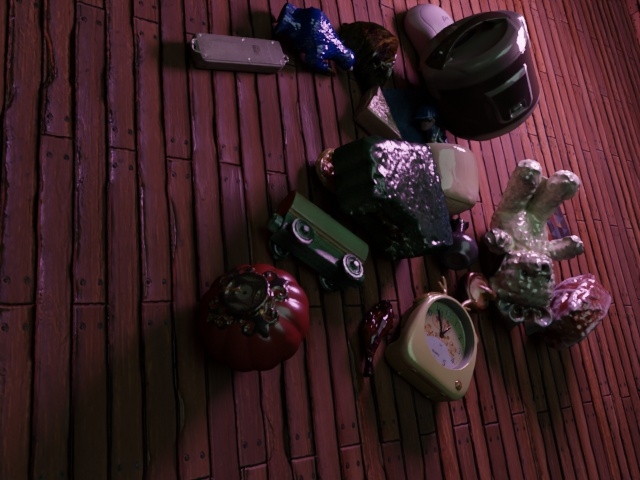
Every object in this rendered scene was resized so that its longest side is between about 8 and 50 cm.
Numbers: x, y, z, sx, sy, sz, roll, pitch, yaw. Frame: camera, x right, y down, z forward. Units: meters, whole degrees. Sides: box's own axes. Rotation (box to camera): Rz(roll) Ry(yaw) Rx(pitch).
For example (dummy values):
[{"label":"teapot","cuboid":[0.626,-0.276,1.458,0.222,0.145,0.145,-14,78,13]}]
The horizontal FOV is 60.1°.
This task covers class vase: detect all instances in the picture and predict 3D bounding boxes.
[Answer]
[{"label":"vase","cuboid":[0.402,0.002,1.617,0.120,0.120,0.183,41,41,-17]}]

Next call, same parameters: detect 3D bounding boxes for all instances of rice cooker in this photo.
[{"label":"rice cooker","cuboid":[0.487,-0.509,1.680,0.325,0.335,0.335,55,47,-38]}]

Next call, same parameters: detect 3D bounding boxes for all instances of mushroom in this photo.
[{"label":"mushroom","cuboid":[0.449,0.148,1.605,0.127,0.087,0.127,16,63,-36]}]

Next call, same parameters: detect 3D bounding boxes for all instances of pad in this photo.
[{"label":"pad","cuboid":[0.300,-0.356,1.734,0.269,0.012,0.269,-14,82,-38]},{"label":"pad","cuboid":[0.845,-0.055,2.023,0.211,0.003,0.143,-12,80,-38]}]

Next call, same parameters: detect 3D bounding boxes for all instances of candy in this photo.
[{"label":"candy","cuboid":[0.786,0.215,1.744,0.157,0.214,0.289,53,50,-2]}]

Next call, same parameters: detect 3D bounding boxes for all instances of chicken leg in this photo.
[{"label":"chicken leg","cuboid":[0.138,0.236,1.375,0.093,0.053,0.205,55,54,-25]}]

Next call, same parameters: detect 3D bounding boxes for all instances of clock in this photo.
[{"label":"clock","cuboid":[0.313,0.249,1.464,0.235,0.096,0.308,41,54,-16]}]

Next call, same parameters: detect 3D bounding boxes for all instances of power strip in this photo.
[{"label":"power strip","cuboid":[-0.206,-0.465,1.381,0.272,0.052,0.078,-10,80,-37]}]

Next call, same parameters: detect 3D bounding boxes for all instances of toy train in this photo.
[{"label":"toy train","cuboid":[0.000,0.000,1.328,0.285,0.116,0.177,35,44,-20]}]

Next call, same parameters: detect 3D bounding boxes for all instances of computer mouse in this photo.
[{"label":"computer mouse","cuboid":[0.405,-0.670,1.859,0.184,0.121,0.297,-31,91,-41]}]

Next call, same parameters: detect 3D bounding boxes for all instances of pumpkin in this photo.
[{"label":"pumpkin","cuboid":[0.137,-0.567,1.634,0.163,0.111,0.279,26,61,-21]}]

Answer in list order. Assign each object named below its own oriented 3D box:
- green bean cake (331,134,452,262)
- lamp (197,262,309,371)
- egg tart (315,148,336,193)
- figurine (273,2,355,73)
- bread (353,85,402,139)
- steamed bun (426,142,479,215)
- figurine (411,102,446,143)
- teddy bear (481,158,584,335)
[{"label":"green bean cake","cuboid":[0.178,-0.100,1.415,0.307,0.169,0.300,-2,80,-48]},{"label":"lamp","cuboid":[-0.133,0.157,1.111,0.226,0.227,0.227,13,66,-32]},{"label":"egg tart","cuboid":[0.034,-0.178,1.450,0.128,0.049,0.129,10,72,-32]},{"label":"figurine","cuboid":[-0.003,-0.555,1.517,0.262,0.120,0.164,15,61,-34]},{"label":"bread","cuboid":[0.177,-0.354,1.602,0.152,0.077,0.105,39,56,-20]},{"label":"steamed bun","cuboid":[0.370,-0.178,1.622,0.250,0.154,0.200,8,74,-33]},{"label":"figurine","cuboid":[0.342,-0.348,1.708,0.149,0.087,0.086,58,13,-5]},{"label":"teddy bear","cuboid":[0.638,0.024,1.630,0.327,0.375,0.362,14,40,-11]}]
